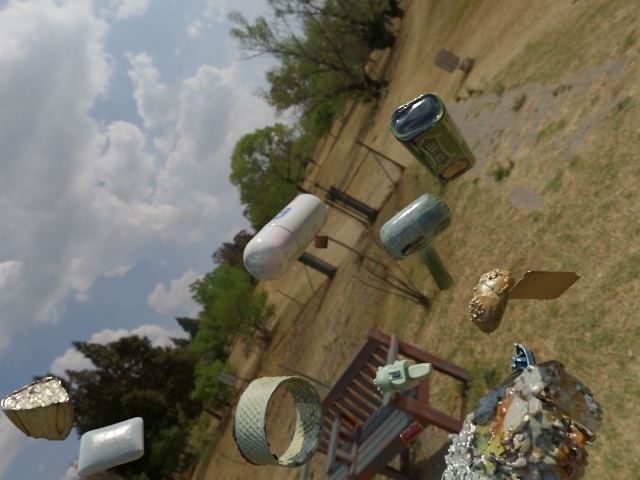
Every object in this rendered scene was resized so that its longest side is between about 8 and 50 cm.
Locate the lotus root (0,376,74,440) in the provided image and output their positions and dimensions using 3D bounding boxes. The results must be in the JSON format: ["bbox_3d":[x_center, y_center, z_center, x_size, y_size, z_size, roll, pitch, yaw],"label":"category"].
[{"bbox_3d":[-0.643,0.391,0.984,0.095,0.159,0.135,-88,6,-63],"label":"lotus root"}]

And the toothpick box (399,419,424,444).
[{"bbox_3d":[0.326,0.688,1.510,0.083,0.047,0.047,-39,4,-1],"label":"toothpick box"}]

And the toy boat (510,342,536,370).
[{"bbox_3d":[0.568,0.348,1.184,0.137,0.060,0.060,-72,-12,-46],"label":"toy boat"}]

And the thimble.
[{"bbox_3d":[-0.125,0.566,1.320,0.149,0.271,0.271,-19,34,41],"label":"thimble"}]

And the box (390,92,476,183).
[{"bbox_3d":[0.306,-0.257,1.113,0.134,0.097,0.345,-32,-25,23],"label":"box"}]

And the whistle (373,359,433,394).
[{"bbox_3d":[0.291,0.484,1.511,0.253,0.102,0.105,-31,-10,37],"label":"whistle"}]

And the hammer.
[{"bbox_3d":[0.313,0.033,1.222,0.206,0.336,0.119,-35,36,3],"label":"hammer"}]

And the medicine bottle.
[{"bbox_3d":[-0.097,-0.009,1.196,0.130,0.130,0.341,-59,-4,38],"label":"medicine bottle"}]

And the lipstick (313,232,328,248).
[{"bbox_3d":[0.000,0.000,1.423,0.145,0.045,0.045,-121,35,-86],"label":"lipstick"}]

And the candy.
[{"bbox_3d":[-0.609,0.601,1.234,0.138,0.174,0.071,-129,32,-54],"label":"candy"}]

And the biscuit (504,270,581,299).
[{"bbox_3d":[0.881,0.179,1.667,0.232,0.236,0.013,96,173,-55],"label":"biscuit"}]

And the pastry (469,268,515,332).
[{"bbox_3d":[0.781,0.271,1.957,0.311,0.161,0.255,-63,-17,-19],"label":"pastry"}]

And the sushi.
[{"bbox_3d":[0.440,0.451,0.930,0.417,0.175,0.417,-48,-13,-15],"label":"sushi"}]
